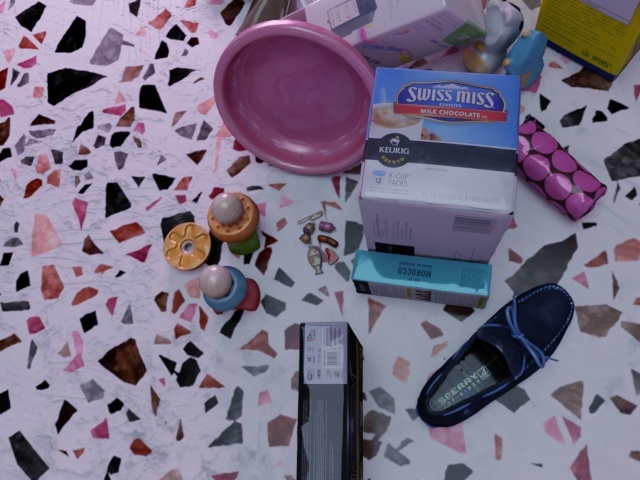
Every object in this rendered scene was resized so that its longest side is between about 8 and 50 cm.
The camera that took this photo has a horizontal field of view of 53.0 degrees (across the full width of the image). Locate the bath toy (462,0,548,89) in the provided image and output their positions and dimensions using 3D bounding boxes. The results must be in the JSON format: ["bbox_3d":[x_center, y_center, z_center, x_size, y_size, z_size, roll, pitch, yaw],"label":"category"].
[{"bbox_3d":[0.311,-0.454,1.316,0.151,0.129,0.348,-51,62,30],"label":"bath toy"}]

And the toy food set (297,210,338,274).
[{"bbox_3d":[0.000,0.000,1.273,0.077,0.019,0.122,-25,70,1],"label":"toy food set"}]

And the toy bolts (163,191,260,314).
[{"bbox_3d":[-0.214,0.027,1.226,0.218,0.158,0.229,-12,70,6],"label":"toy bolts"}]

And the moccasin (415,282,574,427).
[{"bbox_3d":[0.313,0.204,1.101,0.342,0.117,0.137,-45,71,-6],"label":"moccasin"}]

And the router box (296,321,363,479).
[{"bbox_3d":[0.021,0.306,1.052,0.080,0.243,0.309,-2,71,9],"label":"router box"}]

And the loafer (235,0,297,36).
[{"bbox_3d":[-0.122,-0.435,1.347,0.094,0.087,0.251,22,108,10],"label":"loafer"}]

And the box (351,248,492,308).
[{"bbox_3d":[0.184,0.071,1.176,0.244,0.100,0.060,7,72,11],"label":"box"}]

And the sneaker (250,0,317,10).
[{"bbox_3d":[-0.107,-0.531,1.422,0.252,0.103,0.111,27,77,17],"label":"sneaker"}]

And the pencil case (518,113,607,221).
[{"bbox_3d":[0.440,-0.136,1.209,0.098,0.095,0.209,-31,71,-24],"label":"pencil case"}]

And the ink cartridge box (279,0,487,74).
[{"bbox_3d":[0.115,-0.414,1.248,0.353,0.207,0.119,-12,86,35],"label":"ink cartridge box"}]

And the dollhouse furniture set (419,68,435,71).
[{"bbox_3d":[0.206,-0.308,1.338,0.151,0.058,0.076,-1,79,29],"label":"dollhouse furniture set"}]

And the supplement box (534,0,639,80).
[{"bbox_3d":[0.548,-0.495,1.164,0.194,0.356,0.195,38,82,18],"label":"supplement box"}]

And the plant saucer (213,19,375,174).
[{"bbox_3d":[-0.037,-0.275,1.228,0.331,0.332,0.084,8,49,12],"label":"plant saucer"}]

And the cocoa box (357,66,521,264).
[{"bbox_3d":[0.197,-0.104,1.099,0.231,0.347,0.228,7,73,9],"label":"cocoa box"}]
